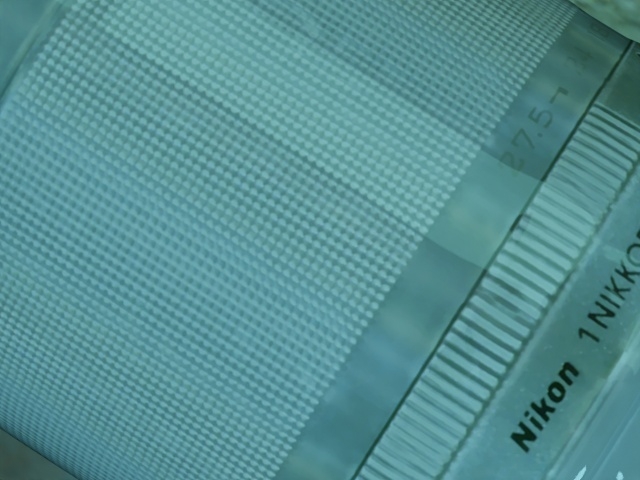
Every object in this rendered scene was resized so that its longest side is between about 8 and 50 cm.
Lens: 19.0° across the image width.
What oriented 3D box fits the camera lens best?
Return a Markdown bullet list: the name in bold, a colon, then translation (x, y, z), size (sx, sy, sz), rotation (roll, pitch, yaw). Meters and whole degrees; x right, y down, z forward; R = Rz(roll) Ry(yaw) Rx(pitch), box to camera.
- **camera lens**: translation (0.000, 0.000, 0.632), size (0.274, 0.219, 0.219), rotation (33, 51, 5)
